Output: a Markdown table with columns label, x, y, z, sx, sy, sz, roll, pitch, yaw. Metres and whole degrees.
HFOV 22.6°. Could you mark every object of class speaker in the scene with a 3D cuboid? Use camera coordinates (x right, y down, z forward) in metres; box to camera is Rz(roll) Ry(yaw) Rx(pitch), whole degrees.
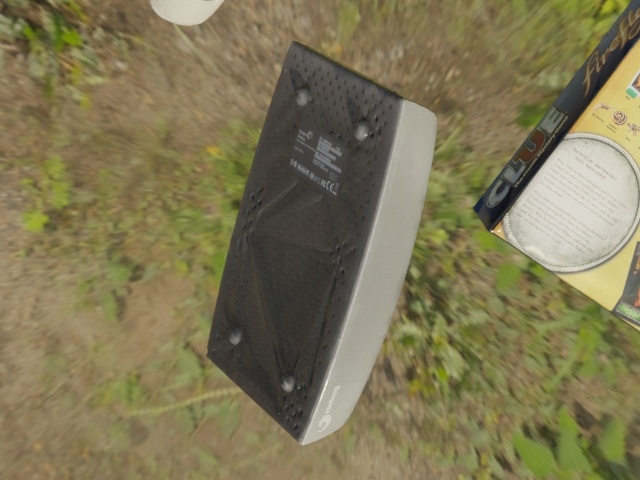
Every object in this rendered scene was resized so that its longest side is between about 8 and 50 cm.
| label | x | y | z | sx | sy | sz | roll | pitch | yaw |
| --- | --- | --- | --- | --- | --- | --- | --- | --- | --- |
| speaker | -0.086 | -0.179 | 1.078 | 0.055 | 0.136 | 0.055 | 0 | 91 | -10 |

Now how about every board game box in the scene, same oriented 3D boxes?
| label | x | y | z | sx | sy | sz | roll | pitch | yaw |
| --- | --- | --- | --- | --- | --- | --- | --- | --- | --- |
| board game box | 0.233 | -0.013 | 0.916 | 0.243 | 0.042 | 0.165 | 33 | 102 | -19 |

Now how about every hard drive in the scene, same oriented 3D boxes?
| label | x | y | z | sx | sy | sz | roll | pitch | yaw |
| --- | --- | --- | --- | --- | --- | --- | --- | --- | --- |
| hard drive | 0.000 | 0.000 | 1.152 | 0.054 | 0.172 | 0.255 | 6 | 107 | -34 |
